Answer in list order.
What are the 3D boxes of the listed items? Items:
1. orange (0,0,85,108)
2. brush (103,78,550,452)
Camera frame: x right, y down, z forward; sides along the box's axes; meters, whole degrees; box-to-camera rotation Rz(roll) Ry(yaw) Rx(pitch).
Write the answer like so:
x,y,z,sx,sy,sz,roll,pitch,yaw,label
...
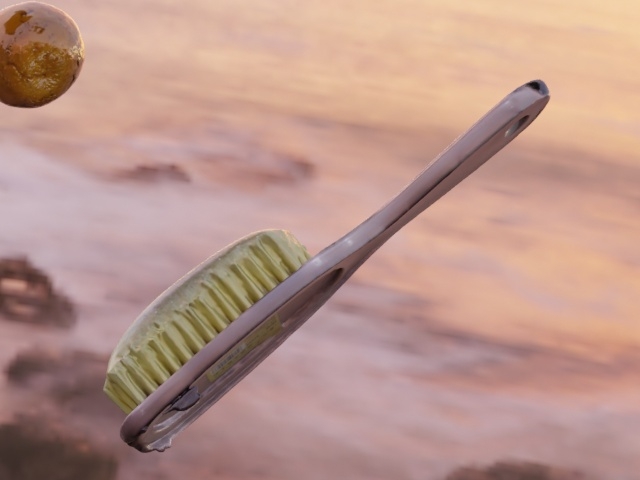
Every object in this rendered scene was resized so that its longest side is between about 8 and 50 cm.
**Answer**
x,y,z,sx,sy,sz,roll,pitch,yaw,label
-0.218,-0.140,1.408,0.083,0.083,0.070,3,26,-34,orange
-0.001,-0.001,1.060,0.067,0.313,0.072,50,-4,11,brush
